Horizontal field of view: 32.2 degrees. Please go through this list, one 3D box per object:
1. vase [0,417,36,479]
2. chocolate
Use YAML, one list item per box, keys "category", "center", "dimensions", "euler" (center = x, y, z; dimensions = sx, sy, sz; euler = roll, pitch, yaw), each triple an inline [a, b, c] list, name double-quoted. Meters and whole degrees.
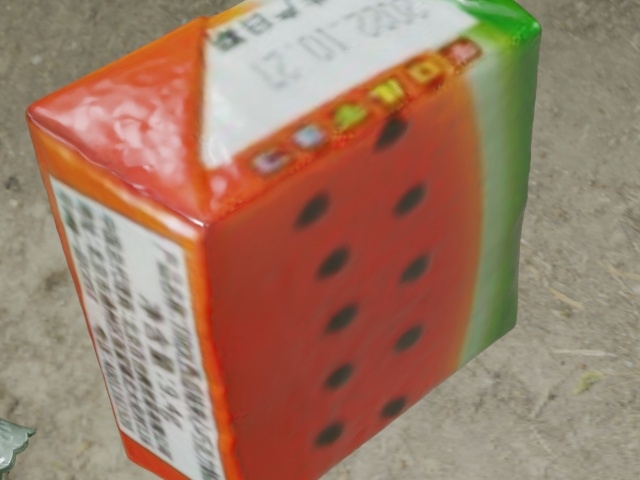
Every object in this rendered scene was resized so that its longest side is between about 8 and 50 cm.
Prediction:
- category: "vase"
  center: [-0.390, 0.195, 1.198]
  dimensions: [0.148, 0.081, 0.081]
  euler: [36, 102, -3]
- category: "chocolate"
  center: [0.000, 0.000, 0.820]
  dimensions: [0.341, 0.360, 0.161]
  euler: [-33, 49, -28]
